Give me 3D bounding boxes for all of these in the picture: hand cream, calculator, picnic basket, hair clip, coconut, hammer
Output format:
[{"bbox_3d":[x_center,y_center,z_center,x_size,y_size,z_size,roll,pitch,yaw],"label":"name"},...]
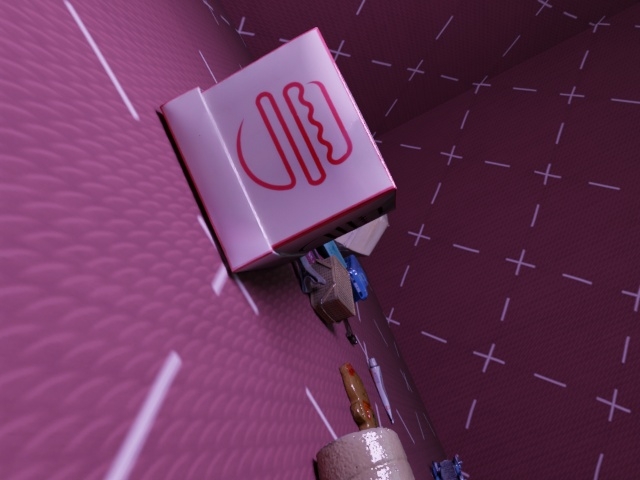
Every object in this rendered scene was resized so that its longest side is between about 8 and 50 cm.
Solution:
[{"bbox_3d":[0.209,0.505,1.478,0.052,0.038,0.216,4,63,-53],"label":"hand cream"},{"bbox_3d":[-0.021,0.083,1.306,0.127,0.034,0.190,63,13,-12],"label":"calculator"},{"bbox_3d":[0.031,0.134,1.191,0.115,0.079,0.164,49,26,-43],"label":"picnic basket"},{"bbox_3d":[-0.060,0.025,1.135,0.219,0.071,0.159,62,9,20],"label":"hair clip"},{"bbox_3d":[0.100,-0.070,1.721,0.323,0.322,0.323,62,8,-16],"label":"coconut"},{"bbox_3d":[0.084,0.263,1.454,0.065,0.021,0.178,55,12,-45],"label":"hammer"}]

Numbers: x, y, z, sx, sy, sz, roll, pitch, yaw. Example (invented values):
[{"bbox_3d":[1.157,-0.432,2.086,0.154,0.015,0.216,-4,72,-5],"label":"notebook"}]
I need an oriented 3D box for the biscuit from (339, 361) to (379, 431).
[{"bbox_3d":[0.107,0.413,1.083,0.166,0.036,0.226,53,13,-50],"label":"biscuit"}]

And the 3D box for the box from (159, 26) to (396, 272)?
[{"bbox_3d":[-0.051,-0.141,0.829,0.312,0.299,0.314,64,8,6],"label":"box"}]

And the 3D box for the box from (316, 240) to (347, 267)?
[{"bbox_3d":[0.000,0.000,1.453,0.162,0.041,0.229,60,-8,-23],"label":"box"}]

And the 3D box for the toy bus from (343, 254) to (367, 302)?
[{"bbox_3d":[0.089,0.136,1.474,0.116,0.133,0.234,64,7,-9],"label":"toy bus"}]

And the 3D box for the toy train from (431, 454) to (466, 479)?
[{"bbox_3d":[0.514,0.972,1.679,0.299,0.131,0.202,31,42,-75],"label":"toy train"}]

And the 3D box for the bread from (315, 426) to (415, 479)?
[{"bbox_3d":[0.077,0.375,0.648,0.148,0.134,0.141,38,23,-42],"label":"bread"}]
